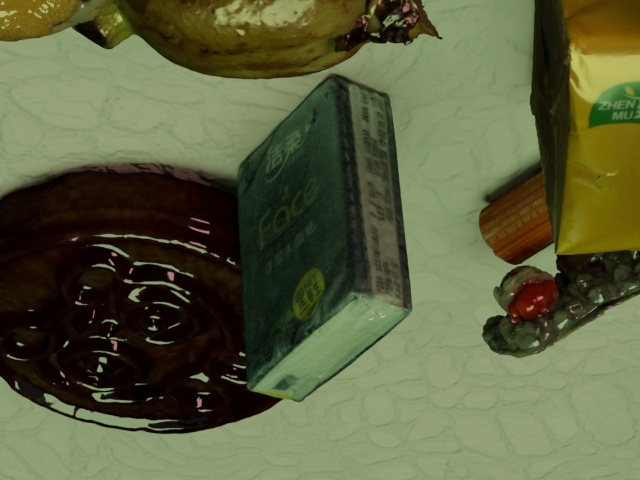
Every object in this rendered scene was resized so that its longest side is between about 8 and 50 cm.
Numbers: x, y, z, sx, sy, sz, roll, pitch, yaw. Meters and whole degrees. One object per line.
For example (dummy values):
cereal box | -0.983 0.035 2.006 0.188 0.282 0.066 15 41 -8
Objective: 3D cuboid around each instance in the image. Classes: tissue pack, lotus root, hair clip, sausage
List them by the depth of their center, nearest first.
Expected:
lotus root | -0.058 -0.211 1.434 0.314 0.141 0.169 -3 164 3
tissue pack | 0.377 -0.148 1.474 0.382 0.228 0.293 -3 145 3
tissue pack | 0.000 0.000 1.634 0.081 0.257 0.185 20 137 -30
sausage | 0.264 -0.057 1.727 0.071 0.071 0.234 26 135 -33
hair clip | 0.306 0.017 1.754 0.321 0.091 0.138 -26 -175 -4

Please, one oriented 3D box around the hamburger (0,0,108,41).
hamburger | -0.286 -0.278 1.320 0.318 0.158 0.318 -1 144 0

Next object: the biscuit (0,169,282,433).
biscuit | -0.194 0.085 1.858 0.407 0.091 0.407 1 141 1
